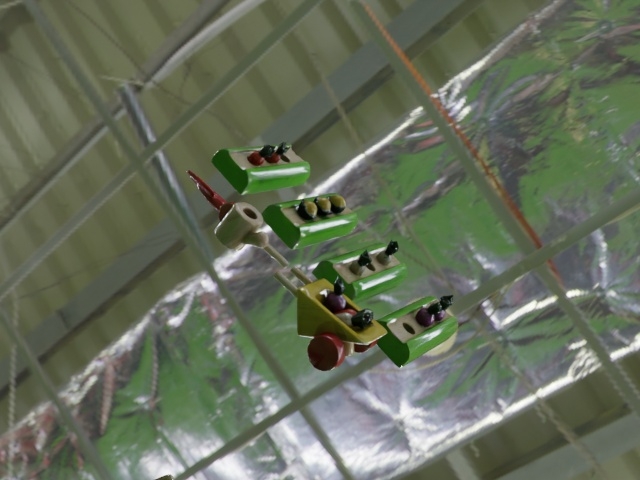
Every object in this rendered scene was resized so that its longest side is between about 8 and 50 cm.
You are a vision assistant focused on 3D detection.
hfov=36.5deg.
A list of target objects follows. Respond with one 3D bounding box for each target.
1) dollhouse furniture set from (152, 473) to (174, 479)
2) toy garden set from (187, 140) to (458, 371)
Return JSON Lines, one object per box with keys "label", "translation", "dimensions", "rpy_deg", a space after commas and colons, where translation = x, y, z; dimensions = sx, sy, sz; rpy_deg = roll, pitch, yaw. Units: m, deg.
{"label": "dollhouse furniture set", "translation": [-0.243, 0.302, 0.895], "dimensions": [0.197, 0.301, 0.151], "rpy_deg": [-24, -103, 9]}
{"label": "toy garden set", "translation": [0.000, 0.000, 0.808], "dimensions": [0.244, 0.204, 0.049], "rpy_deg": [47, -64, 15]}
